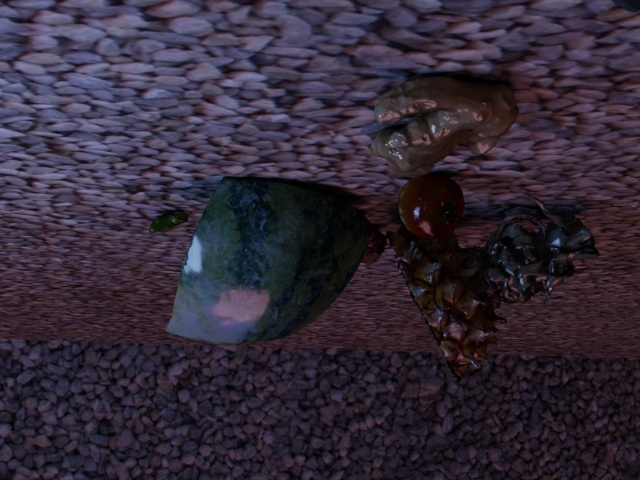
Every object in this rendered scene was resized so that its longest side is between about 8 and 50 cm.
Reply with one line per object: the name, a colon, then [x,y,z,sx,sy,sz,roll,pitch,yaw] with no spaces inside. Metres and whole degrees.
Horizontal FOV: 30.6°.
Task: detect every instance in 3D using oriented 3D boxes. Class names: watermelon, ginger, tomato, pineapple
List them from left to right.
watermelon: [-0.083,0.031,1.581,0.256,0.260,0.176,35,162,-31]
tomato: [0.138,-0.045,1.498,0.087,0.087,0.075,9,-167,-41]
ginger: [0.127,-0.109,1.233,0.149,0.065,0.259,-3,166,0]
pineapple: [0.266,0.040,1.716,0.271,0.263,0.262,-25,165,5]

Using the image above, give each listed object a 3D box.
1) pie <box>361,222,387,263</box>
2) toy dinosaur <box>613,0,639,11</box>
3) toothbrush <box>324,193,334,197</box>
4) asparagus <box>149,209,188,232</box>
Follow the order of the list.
pie: [0.000,0.001,1.779,0.204,0.054,0.218,-7,167,28]
toy dinosaur: [0.109,-0.228,0.605,0.330,0.130,0.383,13,167,-12]
toothbrush: [-0.043,-0.054,1.612,0.131,0.011,0.013,-6,180,21]
asparagus: [-0.225,-0.027,1.711,0.025,0.021,0.108,12,164,-32]
